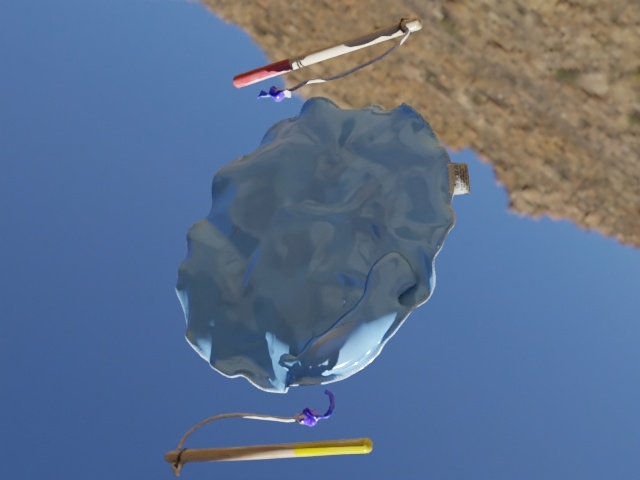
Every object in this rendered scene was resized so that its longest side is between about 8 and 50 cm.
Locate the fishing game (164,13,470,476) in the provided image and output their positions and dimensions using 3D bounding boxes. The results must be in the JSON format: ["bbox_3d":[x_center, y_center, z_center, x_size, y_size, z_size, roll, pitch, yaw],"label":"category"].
[{"bbox_3d":[0.000,0.000,0.694,0.041,0.189,0.264,36,-131,-45],"label":"fishing game"}]
